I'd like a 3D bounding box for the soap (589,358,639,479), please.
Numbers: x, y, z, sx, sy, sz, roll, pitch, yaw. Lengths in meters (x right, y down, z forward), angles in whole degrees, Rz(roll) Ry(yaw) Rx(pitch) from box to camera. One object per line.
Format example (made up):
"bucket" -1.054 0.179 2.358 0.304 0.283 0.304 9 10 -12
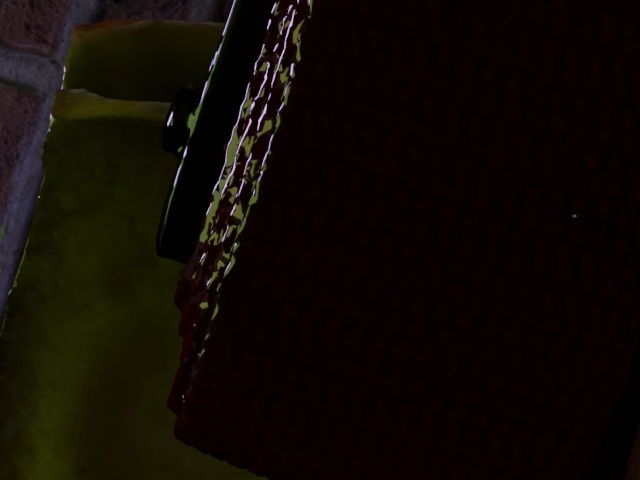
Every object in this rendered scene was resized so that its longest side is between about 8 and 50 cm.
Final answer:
"soap" 0.129 0.062 0.455 0.233 0.128 0.360 -78 7 -56

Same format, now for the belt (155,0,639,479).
"belt" 0.026 -0.031 0.498 0.128 0.124 0.201 127 160 -79

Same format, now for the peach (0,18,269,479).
"peach" -0.030 0.081 1.033 0.242 0.306 0.380 -70 -8 -66
